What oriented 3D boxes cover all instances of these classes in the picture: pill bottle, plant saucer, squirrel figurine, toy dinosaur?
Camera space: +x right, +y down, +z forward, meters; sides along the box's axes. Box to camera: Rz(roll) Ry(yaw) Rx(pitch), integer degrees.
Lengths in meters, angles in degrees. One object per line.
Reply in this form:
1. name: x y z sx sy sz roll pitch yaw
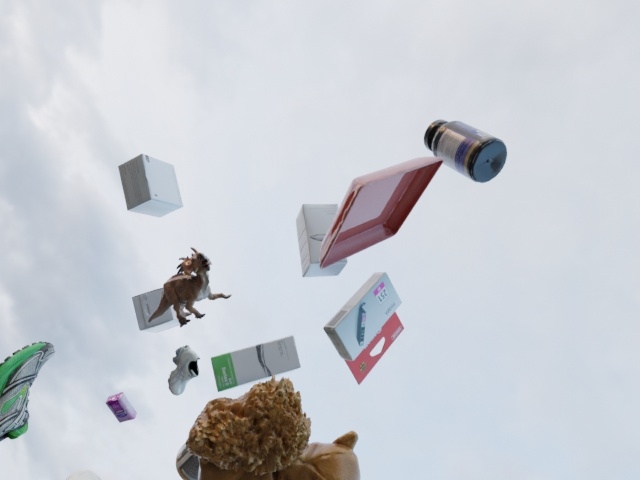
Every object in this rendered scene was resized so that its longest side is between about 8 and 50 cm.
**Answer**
1. pill bottle: 0.380 -0.249 1.292 0.219 0.122 0.123 48 -47 49
2. pill bottle: -0.385 0.729 1.687 0.162 0.162 0.278 50 -56 14
3. plant saucer: 0.119 -0.070 1.037 0.048 0.259 0.258 51 -39 23
4. squirrel figurine: -0.100 0.514 1.139 0.370 0.281 0.397 2 -50 23
5. toy dinosaur: -0.411 0.138 1.458 0.295 0.127 0.200 -24 -78 18

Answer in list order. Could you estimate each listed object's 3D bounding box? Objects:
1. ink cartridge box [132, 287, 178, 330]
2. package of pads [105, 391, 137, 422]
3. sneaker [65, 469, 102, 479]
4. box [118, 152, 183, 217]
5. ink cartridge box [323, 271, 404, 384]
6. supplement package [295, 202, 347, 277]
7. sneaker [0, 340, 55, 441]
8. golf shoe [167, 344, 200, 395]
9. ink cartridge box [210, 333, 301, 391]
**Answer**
1. ink cartridge box: -0.591 0.258 1.770 0.176 0.127 0.128 93 -21 -77
2. package of pads: -0.549 0.462 1.328 0.050 0.032 0.083 -19 -68 7
3. sneaker: -0.420 0.489 0.864 0.290 0.105 0.123 30 -74 62
4. box: -0.621 -0.197 1.767 0.119 0.182 0.181 -21 -103 18
5. ink cartridge box: 0.160 0.272 1.490 0.060 0.275 0.239 -6 -60 52
6. supplement package: 0.000 0.000 1.313 0.105 0.105 0.179 120 -36 -60
7. sneaker: -0.769 0.406 1.187 0.146 0.344 0.134 32 -42 -13
8. golf shoe: -0.417 0.415 1.484 0.086 0.069 0.176 22 -68 24
9. ink cartridge box: -0.228 0.434 1.684 0.211 0.289 0.122 120 -44 -69
